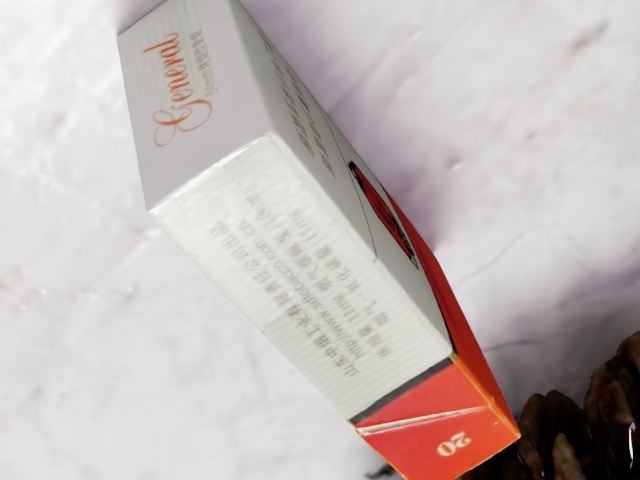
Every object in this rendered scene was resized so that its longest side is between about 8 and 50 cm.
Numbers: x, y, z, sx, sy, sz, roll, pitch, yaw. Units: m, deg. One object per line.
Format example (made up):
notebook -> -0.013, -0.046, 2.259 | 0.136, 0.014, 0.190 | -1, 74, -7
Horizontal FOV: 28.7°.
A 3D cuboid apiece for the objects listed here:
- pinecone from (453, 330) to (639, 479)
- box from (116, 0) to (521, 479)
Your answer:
pinecone -> 0.122, 0.145, 0.498 | 0.204, 0.179, 0.184 | -46, 141, 6
box -> 0.000, 0.000, 0.397 | 0.048, 0.100, 0.152 | -30, 128, 10
